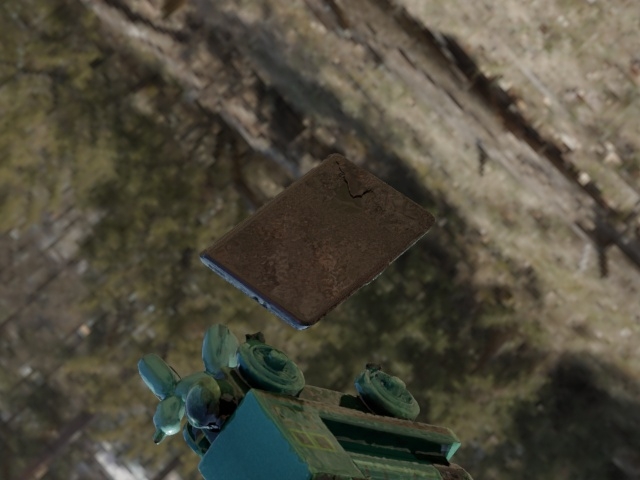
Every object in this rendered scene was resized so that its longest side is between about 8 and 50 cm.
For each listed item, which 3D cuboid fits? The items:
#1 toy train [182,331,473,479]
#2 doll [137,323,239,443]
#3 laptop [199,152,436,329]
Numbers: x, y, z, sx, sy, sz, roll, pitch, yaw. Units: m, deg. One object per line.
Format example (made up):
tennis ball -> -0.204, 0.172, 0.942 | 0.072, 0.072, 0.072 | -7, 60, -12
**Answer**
toy train -> 0.017, 0.195, 1.211 | 0.298, 0.120, 0.194 | 18, -157, -45
doll -> -0.126, 0.180, 1.571 | 0.059, 0.159, 0.159 | 61, -167, -57
laptop -> 0.000, 0.000, 1.388 | 0.154, 0.207, 0.026 | 34, 143, 25
